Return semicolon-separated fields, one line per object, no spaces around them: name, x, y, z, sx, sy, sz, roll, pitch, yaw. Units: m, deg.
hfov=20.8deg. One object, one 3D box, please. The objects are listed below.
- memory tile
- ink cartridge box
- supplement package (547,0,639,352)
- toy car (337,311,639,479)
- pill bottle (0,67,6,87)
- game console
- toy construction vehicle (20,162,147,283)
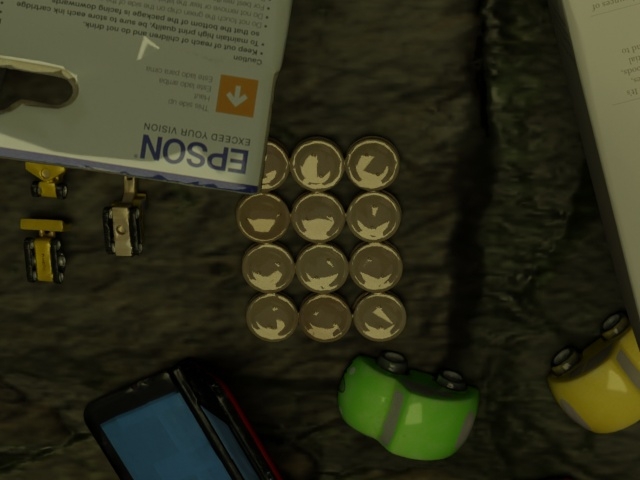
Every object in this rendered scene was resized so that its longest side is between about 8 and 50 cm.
memory tile;0.000;0.000;1.180;0.113;0.012;0.148;-2;111;4
ink cartridge box;-0.170;-0.212;1.021;0.324;0.071;0.330;9;94;-7
supplement package;0.246;-0.078;1.051;0.177;0.175;0.293;-14;109;6
toy car;0.120;0.138;1.202;0.225;0.053;0.239;16;110;-3
pill bottle;-0.310;-0.118;1.096;0.208;0.117;0.118;24;110;-6
game console;-0.084;0.164;1.209;0.085;0.124;0.144;-34;107;-14
toy construction vehicle;-0.159;-0.021;1.172;0.085;0.035;0.098;0;108;14
